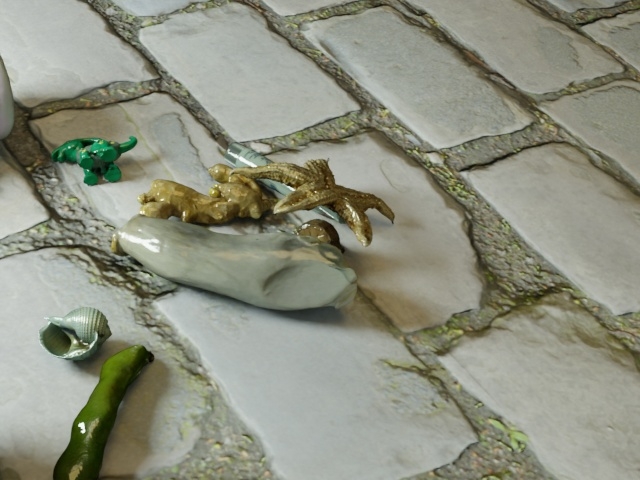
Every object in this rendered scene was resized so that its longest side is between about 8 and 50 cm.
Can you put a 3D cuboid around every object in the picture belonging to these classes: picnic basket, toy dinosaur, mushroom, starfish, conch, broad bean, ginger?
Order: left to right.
[{"bbox_3d":[-0.307,0.122,1.337,0.085,0.056,0.076,-2,57,17],"label":"conch"},{"bbox_3d":[-0.346,-0.136,1.639,0.132,0.059,0.096,-19,41,-18],"label":"toy dinosaur"},{"bbox_3d":[-0.259,0.208,1.252,0.053,0.052,0.256,47,32,-20],"label":"broad bean"},{"bbox_3d":[-0.168,-0.065,1.587,0.176,0.052,0.193,16,39,10],"label":"ginger"},{"bbox_3d":[-0.120,0.028,1.454,0.351,0.097,0.109,11,42,6],"label":"mushroom"},{"bbox_3d":[0.000,0.000,1.542,0.072,0.072,0.083,25,11,18],"label":"picnic basket"},{"bbox_3d":[0.006,-0.060,1.543,0.277,0.062,0.235,20,25,-25],"label":"starfish"}]

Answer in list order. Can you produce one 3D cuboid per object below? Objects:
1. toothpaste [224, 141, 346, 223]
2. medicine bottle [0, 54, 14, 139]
[{"bbox_3d":[-0.049,-0.087,1.645,0.239,0.039,0.062,31,19,22],"label":"toothpaste"},{"bbox_3d":[-0.634,-0.201,1.542,0.316,0.202,0.202,-22,49,-33],"label":"medicine bottle"}]
